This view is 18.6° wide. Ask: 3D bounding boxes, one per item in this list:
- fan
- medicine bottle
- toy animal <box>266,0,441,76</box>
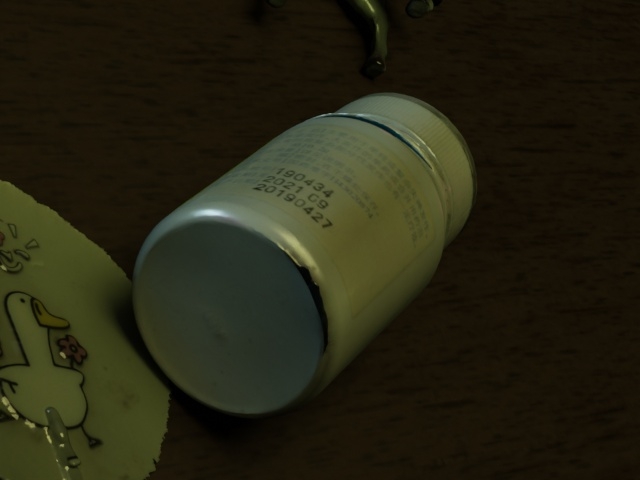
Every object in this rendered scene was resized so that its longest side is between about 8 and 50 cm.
[{"bbox_3d":[-0.144,0.121,1.097,0.233,0.012,0.415,-1,56,-46],"label":"fan"},{"bbox_3d":[0.000,0.000,1.249,0.143,0.143,0.258,48,35,2],"label":"medicine bottle"},{"bbox_3d":[-0.014,-0.240,1.520,0.255,0.090,0.170,38,33,-17],"label":"toy animal"}]
